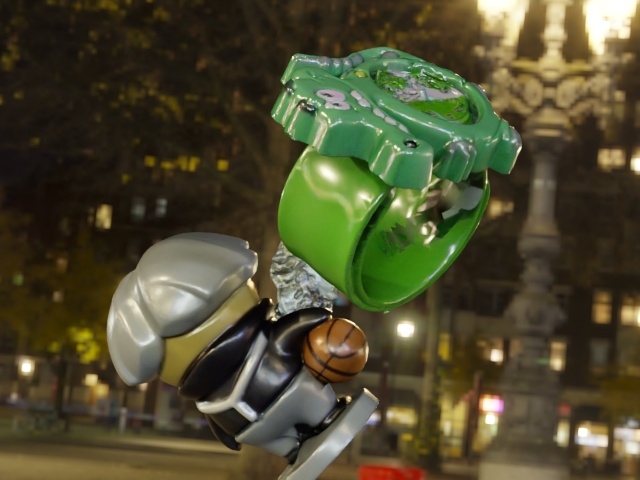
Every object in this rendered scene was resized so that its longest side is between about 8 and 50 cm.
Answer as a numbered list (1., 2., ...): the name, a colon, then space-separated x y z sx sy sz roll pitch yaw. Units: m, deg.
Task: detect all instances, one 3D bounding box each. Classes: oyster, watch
1. oyster: -0.003 -0.001 1.693 0.087 0.199 0.252 8 34 11
2. watch: 0.029 -0.034 0.840 0.131 0.152 0.165 39 37 28

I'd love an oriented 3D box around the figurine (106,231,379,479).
1. figurine: -0.067 0.094 1.141 0.236 0.176 0.133 41 23 1
